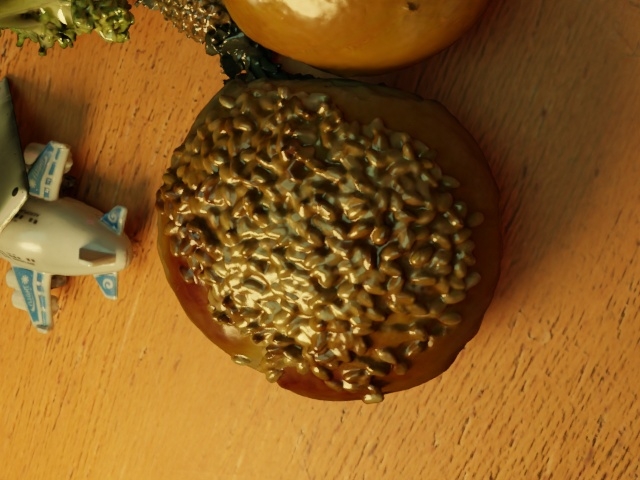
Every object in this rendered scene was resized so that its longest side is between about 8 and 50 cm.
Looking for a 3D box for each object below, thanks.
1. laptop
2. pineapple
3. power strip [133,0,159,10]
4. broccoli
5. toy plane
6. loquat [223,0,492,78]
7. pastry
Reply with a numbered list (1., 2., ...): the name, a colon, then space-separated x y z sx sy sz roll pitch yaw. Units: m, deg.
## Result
1. laptop: -0.468 -0.088 1.291 0.187 0.015 0.269 -45 45 21
2. pineapple: -0.104 -0.247 1.146 0.125 0.125 0.251 -39 93 23
3. power strip: -0.196 -0.349 1.211 0.136 0.019 0.051 -40 83 23
4. broccoli: -0.370 -0.313 1.172 0.263 0.243 0.247 47 125 -5
5. toy plane: -0.365 -0.006 1.276 0.267 0.123 0.266 3 97 30
6. loquat: 0.033 -0.322 0.954 0.329 0.328 0.328 3 99 23
7. pastry: 0.000 0.000 1.037 0.410 0.245 0.409 6 108 19
